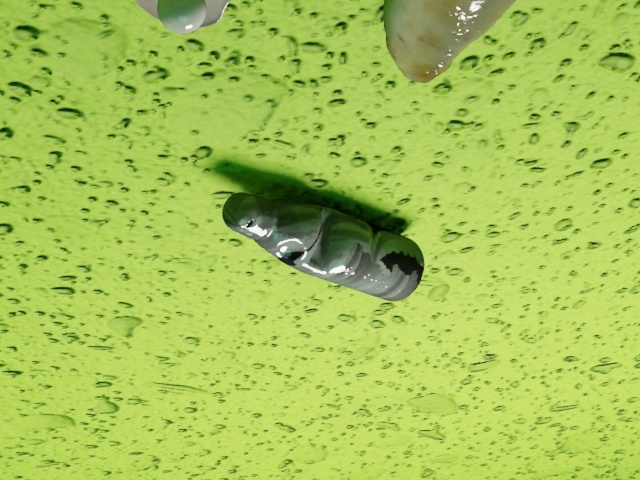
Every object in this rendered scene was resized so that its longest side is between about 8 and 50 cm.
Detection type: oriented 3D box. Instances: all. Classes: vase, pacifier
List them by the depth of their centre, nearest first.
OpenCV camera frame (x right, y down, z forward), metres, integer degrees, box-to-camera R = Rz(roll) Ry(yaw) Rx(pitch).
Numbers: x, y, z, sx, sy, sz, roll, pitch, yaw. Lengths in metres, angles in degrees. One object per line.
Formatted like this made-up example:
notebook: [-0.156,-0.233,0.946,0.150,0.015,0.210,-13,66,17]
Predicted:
pacifier: [-0.080,-0.154,0.856,0.081,0.078,0.099,34,135,-25]
vase: [0.000,0.000,1.201,0.060,0.059,0.211,-29,147,33]

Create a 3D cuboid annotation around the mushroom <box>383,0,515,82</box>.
mushroom: [0.101,-0.196,0.827,0.107,0.087,0.333,-2,156,-5]
